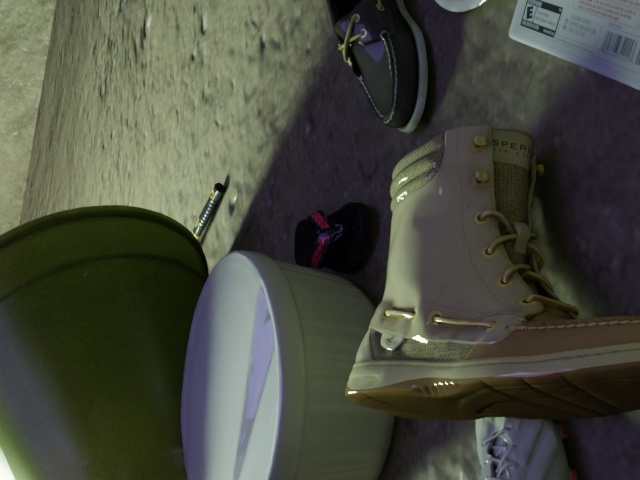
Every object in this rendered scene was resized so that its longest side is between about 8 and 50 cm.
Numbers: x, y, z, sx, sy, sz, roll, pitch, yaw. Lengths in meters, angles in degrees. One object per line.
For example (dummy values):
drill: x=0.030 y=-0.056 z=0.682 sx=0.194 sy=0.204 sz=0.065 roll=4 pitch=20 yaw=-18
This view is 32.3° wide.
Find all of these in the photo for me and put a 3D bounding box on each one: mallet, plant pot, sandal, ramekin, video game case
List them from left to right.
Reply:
plant pot: x=-0.238 y=0.211 z=1.278 sx=0.353 sy=0.366 sz=0.366 roll=58 pitch=138 yaw=36
mallet: x=-0.170 y=0.001 z=1.507 sx=0.190 sy=0.039 sz=0.062 roll=-54 pitch=37 yaw=43
ramekin: x=-0.032 y=0.147 z=1.048 sx=0.273 sy=0.127 sz=0.273 roll=-174 pitch=90 yaw=-67
sandal: x=0.000 y=0.000 z=1.112 sx=0.179 sy=0.040 sz=0.067 roll=167 pitch=107 yaw=-65
video game case: x=0.200 y=-0.199 z=0.731 sx=0.190 sy=0.022 sz=0.173 roll=-133 pitch=53 yaw=-61

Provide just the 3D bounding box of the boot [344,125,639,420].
boot: x=0.133 y=0.015 z=0.743 sx=0.262 sy=0.095 sz=0.203 roll=-13 pitch=59 yaw=50

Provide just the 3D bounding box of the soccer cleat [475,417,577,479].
soccer cleat: x=0.132 y=0.175 z=0.734 sx=0.068 sy=0.076 sz=0.196 roll=120 pitch=146 yaw=-43

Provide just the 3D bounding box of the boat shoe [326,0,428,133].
boat shoe: x=0.043 y=-0.195 z=1.022 sx=0.081 sy=0.068 sz=0.228 roll=125 pitch=143 yaw=-48

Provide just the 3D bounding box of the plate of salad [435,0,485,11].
plate of salad: x=0.121 y=-0.286 z=0.895 sx=0.200 sy=0.048 sz=0.200 roll=-175 pitch=90 yaw=-66
